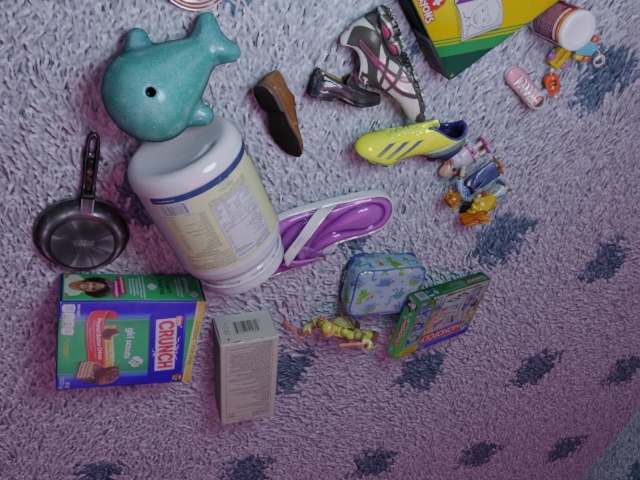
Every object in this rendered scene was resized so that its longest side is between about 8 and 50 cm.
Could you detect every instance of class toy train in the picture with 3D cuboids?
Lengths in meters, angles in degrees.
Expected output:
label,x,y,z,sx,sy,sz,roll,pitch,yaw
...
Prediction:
label,x,y,z,sx,sy,sz,roll,pitch,yaw
toy train,0.593,-0.426,1.447,0.166,0.046,0.125,-31,131,6

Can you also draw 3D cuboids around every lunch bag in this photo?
label,x,y,z,sx,sy,sz,roll,pitch,yaw
lunch bag,0.165,0.121,1.637,0.218,0.090,0.176,-4,125,-21

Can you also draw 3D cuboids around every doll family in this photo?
label,x,y,z,sx,sy,sz,roll,pitch,yaw
doll family,0.397,-0.126,1.533,0.163,0.118,0.263,-36,130,5

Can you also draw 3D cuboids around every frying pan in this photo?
label,x,y,z,sx,sy,sz,roll,pitch,yaw
frying pan,-0.473,-0.052,1.277,0.197,0.053,0.326,27,114,-36

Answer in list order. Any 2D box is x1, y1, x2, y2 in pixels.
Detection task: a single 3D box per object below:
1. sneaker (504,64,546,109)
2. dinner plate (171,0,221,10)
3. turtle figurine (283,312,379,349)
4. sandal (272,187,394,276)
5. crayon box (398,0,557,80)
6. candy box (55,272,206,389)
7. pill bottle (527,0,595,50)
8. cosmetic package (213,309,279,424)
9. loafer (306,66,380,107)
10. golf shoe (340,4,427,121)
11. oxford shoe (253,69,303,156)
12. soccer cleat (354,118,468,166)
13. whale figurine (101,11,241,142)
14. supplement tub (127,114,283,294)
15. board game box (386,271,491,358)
label,x,y,z,sx,sy,sz,roll,pitch,yaw
sneaker,0.494,-0.361,1.434,0.051,0.070,0.134,-43,128,14
dinner plate,-0.226,-0.486,1.077,0.141,0.017,0.141,-12,129,-15
turtle figurine,0.051,0.242,1.645,0.217,0.269,0.087,21,78,-54
sandal,-0.005,-0.011,1.460,0.416,0.102,0.169,-26,130,-5
crayon box,0.296,-0.560,1.181,0.313,0.106,0.363,-36,130,5
candy box,-0.454,0.215,1.428,0.317,0.122,0.268,1,123,-25
pill bottle,0.514,-0.475,1.305,0.086,0.152,0.086,-11,127,-15
cosmetic package,-0.205,0.348,1.636,0.160,0.113,0.310,-6,127,-18
loafer,0.058,-0.326,1.286,0.170,0.062,0.061,3,118,-26
golf shoe,0.144,-0.360,1.286,0.120,0.105,0.273,-23,126,15
oxford shoe,-0.071,-0.265,1.276,0.076,0.076,0.212,-58,150,-28
soccer cleat,0.211,-0.238,1.381,0.289,0.093,0.121,-6,146,-26
whale figurine,-0.272,-0.301,1.103,0.272,0.141,0.216,-40,107,-3
supplement tub,-0.222,-0.066,1.244,0.235,0.235,0.325,-25,130,-3
board game box,0.347,0.214,1.750,0.317,0.046,0.214,-11,130,-38
